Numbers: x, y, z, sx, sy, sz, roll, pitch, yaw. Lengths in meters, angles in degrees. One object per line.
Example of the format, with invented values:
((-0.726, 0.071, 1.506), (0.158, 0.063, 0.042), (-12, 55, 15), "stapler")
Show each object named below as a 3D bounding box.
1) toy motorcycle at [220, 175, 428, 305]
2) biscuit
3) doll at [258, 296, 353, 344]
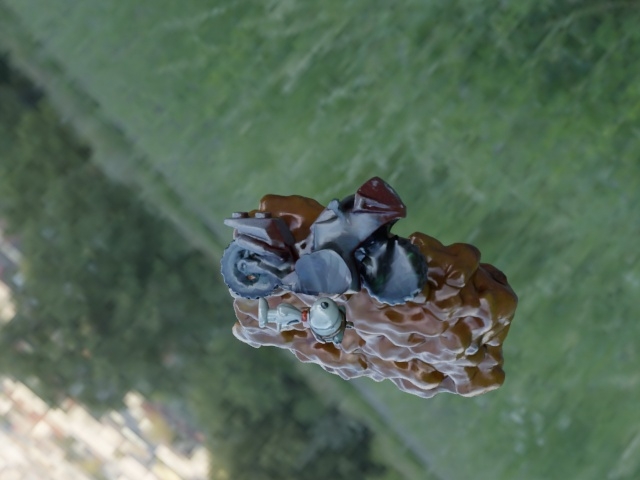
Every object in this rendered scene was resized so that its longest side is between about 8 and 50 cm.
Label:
((0.000, 0.000, 1.490), (0.213, 0.122, 0.082), (0, -178, 23), "toy motorcycle")
((0.057, 0.073, 1.694), (0.318, 0.110, 0.312), (15, 157, 8), "biscuit")
((-0.015, 0.074, 1.453), (0.085, 0.040, 0.058), (-7, 148, 18), "doll")
